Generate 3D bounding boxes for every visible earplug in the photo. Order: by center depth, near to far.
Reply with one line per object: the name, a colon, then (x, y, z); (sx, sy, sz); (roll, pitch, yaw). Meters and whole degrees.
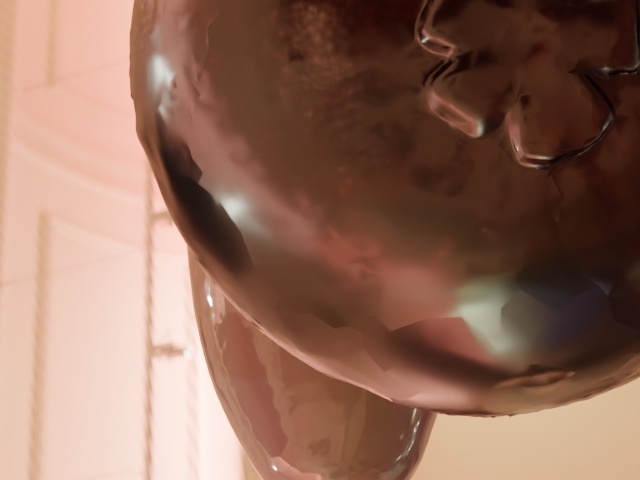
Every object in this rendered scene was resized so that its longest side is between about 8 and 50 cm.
earplug: (0.000, 0.000, 0.796); (0.172, 0.172, 0.301); (51, -154, -53)

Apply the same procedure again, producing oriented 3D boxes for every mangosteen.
mangosteen: (0.048, -0.054, 0.532); (0.265, 0.228, 0.228); (163, 93, -86)
